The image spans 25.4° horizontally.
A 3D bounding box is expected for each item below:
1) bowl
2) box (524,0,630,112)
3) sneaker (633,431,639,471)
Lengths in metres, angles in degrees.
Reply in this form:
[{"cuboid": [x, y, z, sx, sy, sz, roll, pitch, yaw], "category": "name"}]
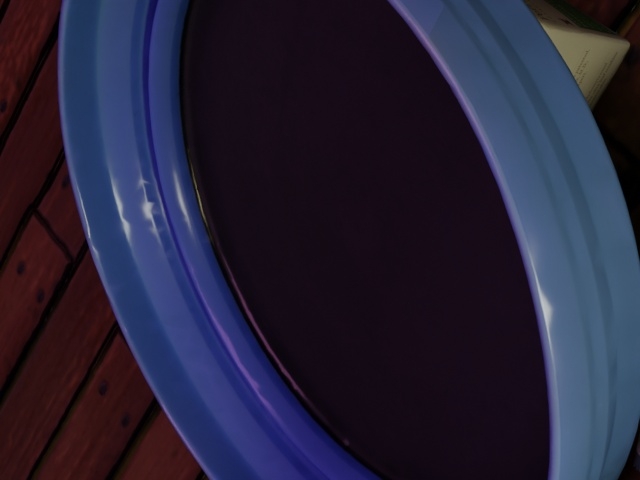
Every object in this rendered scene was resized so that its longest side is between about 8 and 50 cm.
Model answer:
[{"cuboid": [0.000, 0.000, 0.715, 0.391, 0.077, 0.391, 34, 136, 40], "category": "bowl"}, {"cuboid": [0.078, -0.086, 0.725, 0.101, 0.087, 0.102, 43, 118, 33], "category": "box"}, {"cuboid": [0.260, 0.040, 0.550, 0.319, 0.112, 0.131, -2, 92, 41], "category": "sneaker"}]
